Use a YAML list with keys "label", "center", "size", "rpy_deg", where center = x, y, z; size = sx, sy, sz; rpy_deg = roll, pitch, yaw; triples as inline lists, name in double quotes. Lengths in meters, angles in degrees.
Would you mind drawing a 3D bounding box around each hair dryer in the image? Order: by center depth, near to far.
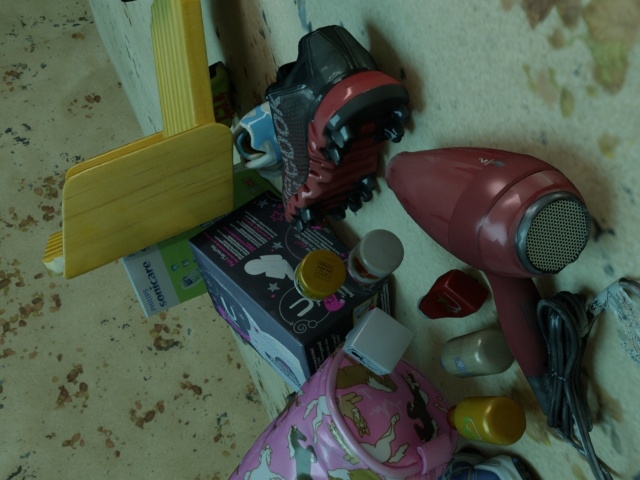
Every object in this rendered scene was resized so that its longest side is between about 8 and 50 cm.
- label: "hair dryer"
  center: [0.129, 0.038, 0.432]
  size: [0.293, 0.080, 0.223]
  rpy_deg: [60, 163, 25]

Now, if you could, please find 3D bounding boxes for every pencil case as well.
- label: "pencil case"
  center: [-0.009, 0.285, 0.696]
  size: [0.167, 0.160, 0.386]
  rpy_deg: [31, 122, -1]

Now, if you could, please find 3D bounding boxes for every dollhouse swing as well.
- label: "dollhouse swing"
  center: [-0.295, -0.166, 0.876]
  size: [0.347, 0.315, 0.304]
  rpy_deg: [26, 138, 66]

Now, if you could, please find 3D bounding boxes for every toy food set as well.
- label: "toy food set"
  center: [0.081, 0.080, 0.555]
  size: [0.232, 0.111, 0.104]
  rpy_deg: [35, 161, 0]

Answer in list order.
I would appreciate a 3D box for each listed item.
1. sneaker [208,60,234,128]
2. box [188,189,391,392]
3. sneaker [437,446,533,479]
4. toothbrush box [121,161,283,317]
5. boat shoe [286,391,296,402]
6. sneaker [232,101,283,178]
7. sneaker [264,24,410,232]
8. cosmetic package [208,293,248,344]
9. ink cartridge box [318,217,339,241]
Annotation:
- label: "sneaker"
  center: [-0.185, -0.243, 1.082]
  size: [0.094, 0.082, 0.208]
  rpy_deg: [59, 169, 2]
- label: "box"
  center: [-0.040, 0.077, 0.807]
  size: [0.247, 0.142, 0.163]
  rpy_deg: [38, 151, 37]
- label: "sneaker"
  center: [0.155, 0.275, 0.653]
  size: [0.080, 0.081, 0.211]
  rpy_deg: [60, 164, 19]
- label: "toothbrush box"
  center: [-0.215, -0.014, 1.088]
  size: [0.206, 0.283, 0.122]
  rpy_deg: [44, 151, 52]
- label: "boat shoe"
  center: [-0.015, 0.444, 1.368]
  size: [0.108, 0.102, 0.301]
  rpy_deg: [47, 154, 50]
- label: "sneaker"
  center: [-0.076, -0.135, 0.831]
  size: [0.087, 0.092, 0.229]
  rpy_deg: [65, 165, 4]
- label: "sneaker"
  center: [0.001, -0.106, 0.617]
  size: [0.135, 0.098, 0.276]
  rpy_deg: [62, 161, 16]
- label: "cosmetic package"
  center: [-0.149, 0.077, 1.236]
  size: [0.296, 0.153, 0.129]
  rpy_deg: [33, 144, 65]
- label: "ink cartridge box"
  center: [0.000, 0.000, 0.878]
  size: [0.115, 0.029, 0.062]
  rpy_deg: [59, 161, 29]
